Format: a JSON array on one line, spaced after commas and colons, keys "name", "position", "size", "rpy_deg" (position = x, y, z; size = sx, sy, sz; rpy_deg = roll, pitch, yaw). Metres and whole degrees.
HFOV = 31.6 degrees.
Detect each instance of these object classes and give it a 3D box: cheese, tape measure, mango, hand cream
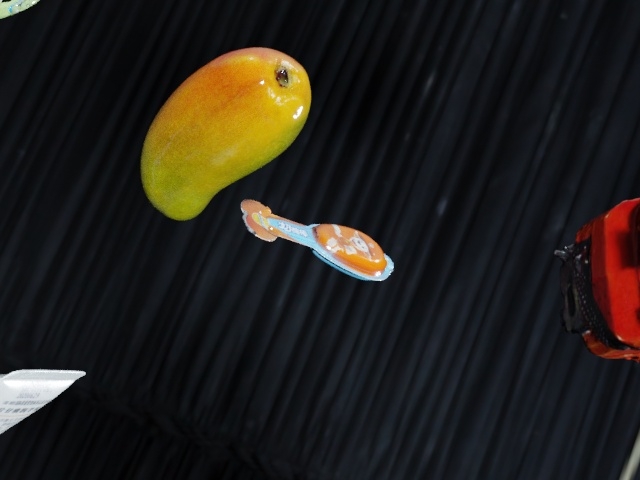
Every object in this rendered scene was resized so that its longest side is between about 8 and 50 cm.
[{"name": "cheese", "position": [0.000, 0.000, 1.562], "size": [0.256, 0.037, 0.106], "rpy_deg": [20, -151, -29]}, {"name": "tape measure", "position": [0.325, 0.019, 0.783], "size": [0.253, 0.114, 0.260], "rpy_deg": [1, 167, -12]}, {"name": "mango", "position": [-0.126, -0.130, 1.360], "size": [0.289, 0.129, 0.146], "rpy_deg": [-36, 150, 30]}, {"name": "hand cream", "position": [-0.463, 0.235, 1.476], "size": [0.314, 0.089, 0.140], "rpy_deg": [-25, 163, 20]}]

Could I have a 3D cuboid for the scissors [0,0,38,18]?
[{"name": "scissors", "position": [-0.193, -0.206, 0.774], "size": [0.133, 0.187, 0.020], "rpy_deg": [11, 138, 34]}]
